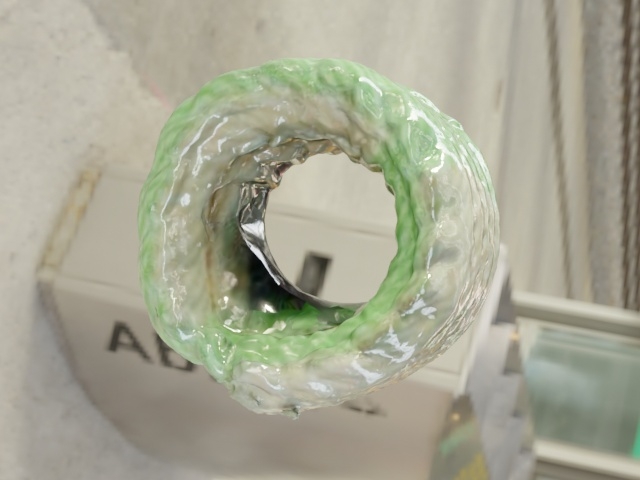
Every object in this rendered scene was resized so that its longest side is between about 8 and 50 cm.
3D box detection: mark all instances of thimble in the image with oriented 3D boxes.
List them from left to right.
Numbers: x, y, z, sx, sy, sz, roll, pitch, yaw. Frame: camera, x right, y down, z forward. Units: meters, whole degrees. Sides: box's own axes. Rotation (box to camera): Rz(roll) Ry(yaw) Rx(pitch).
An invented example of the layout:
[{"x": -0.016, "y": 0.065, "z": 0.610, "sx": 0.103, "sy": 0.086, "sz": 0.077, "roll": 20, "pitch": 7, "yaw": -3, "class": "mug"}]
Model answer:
[{"x": 0.000, "y": 0.000, "z": 0.865, "sx": 0.150, "sy": 0.219, "sz": 0.218, "roll": 10, "pitch": 90, "yaw": -72, "class": "thimble"}]
